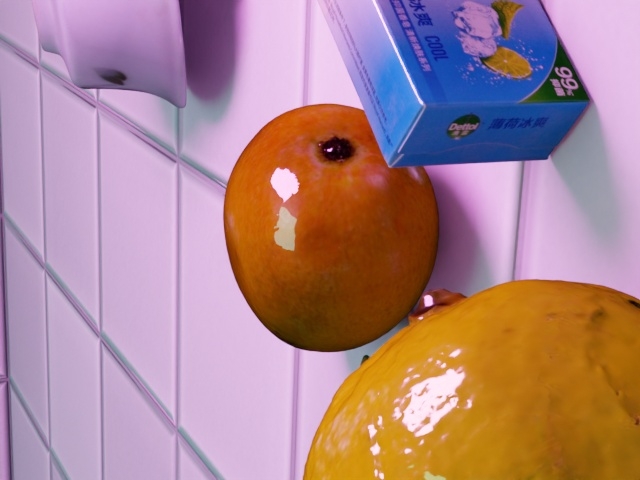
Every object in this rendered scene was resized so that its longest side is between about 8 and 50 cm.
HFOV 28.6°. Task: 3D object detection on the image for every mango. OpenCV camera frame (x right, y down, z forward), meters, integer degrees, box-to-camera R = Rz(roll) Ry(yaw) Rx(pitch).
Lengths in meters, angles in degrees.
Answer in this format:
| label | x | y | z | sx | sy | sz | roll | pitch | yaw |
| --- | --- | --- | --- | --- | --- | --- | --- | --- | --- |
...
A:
| label | x | y | z | sx | sy | sz | roll | pitch | yaw |
| --- | --- | --- | --- | --- | --- | --- | --- | --- | --- |
| mango | 0.000 | 0.000 | 1.105 | 0.317 | 0.173 | 0.211 | 120 | 133 | -70 |

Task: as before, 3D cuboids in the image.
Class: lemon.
| label | x | y | z | sx | sy | sz | roll | pitch | yaw |
| --- | --- | --- | --- | --- | --- | --- | --- | --- | --- |
| lemon | 0.130 | 0.172 | 0.720 | 0.297 | 0.297 | 0.297 | 174 | 90 | -65 |

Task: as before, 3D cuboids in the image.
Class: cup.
| label | x | y | z | sx | sy | sz | roll | pitch | yaw |
| --- | --- | --- | --- | --- | --- | --- | --- | --- | --- |
| cup | -0.265 | -0.320 | 1.504 | 0.347 | 0.163 | 0.347 | 171 | 90 | -82 |

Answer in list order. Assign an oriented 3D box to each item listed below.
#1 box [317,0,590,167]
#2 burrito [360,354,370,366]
| label | x | y | z | sx | sy | sz | roll | pitch | yaw |
| --- | --- | --- | --- | --- | --- | --- | --- | --- | --- |
| box | 0.087 | -0.150 | 0.906 | 0.073 | 0.139 | 0.194 | -61 | 42 | 50 |
| burrito | 0.098 | 0.215 | 1.071 | 0.104 | 0.054 | 0.288 | -52 | 47 | 54 |
